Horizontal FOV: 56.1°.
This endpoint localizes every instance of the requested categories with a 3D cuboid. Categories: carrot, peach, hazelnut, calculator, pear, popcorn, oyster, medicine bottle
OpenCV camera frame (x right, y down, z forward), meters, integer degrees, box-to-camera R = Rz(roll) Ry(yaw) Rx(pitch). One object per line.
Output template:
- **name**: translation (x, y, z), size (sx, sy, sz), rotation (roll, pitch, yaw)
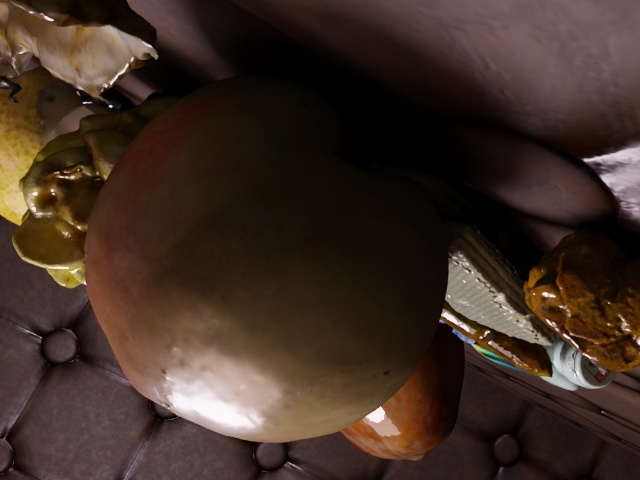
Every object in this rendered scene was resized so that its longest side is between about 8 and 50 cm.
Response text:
- **carrot**: translation (0.158, 0.066, 0.749), size (0.314, 0.066, 0.066), rotation (36, 174, 10)
- **peach**: translation (-0.051, 0.023, 0.490), size (0.292, 0.292, 0.247), rotation (29, -170, 2)
- **hazelnut**: translation (0.121, 0.229, 1.153), size (0.366, 0.365, 0.366), rotation (28, 173, 4)
- **calculator**: translation (0.123, -0.015, 0.613), size (0.157, 0.033, 0.236), rotation (22, 168, 49)
- **pear**: translation (-0.424, -0.146, 0.957), size (0.271, 0.271, 0.271), rotation (28, 173, 4)
- **popcorn**: translation (-0.199, -0.046, 0.682), size (0.252, 0.287, 0.215), rotation (-94, -9, -59)
- **oyster**: translation (-0.228, -0.176, 0.433), size (0.198, 0.133, 0.337), rotation (31, 175, -31)
- **medicine bottle**: translation (0.296, 0.142, 0.817), size (0.121, 0.083, 0.229), rotation (41, 171, -14)

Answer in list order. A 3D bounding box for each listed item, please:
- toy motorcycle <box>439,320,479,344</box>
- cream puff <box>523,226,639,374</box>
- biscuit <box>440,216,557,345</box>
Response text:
- **toy motorcycle**: translation (0.151, 0.069, 0.834), size (0.205, 0.076, 0.114), rotation (36, 153, 17)
- **cream puff**: translation (0.216, 0.043, 0.448), size (0.116, 0.094, 0.122), rotation (35, -166, -21)
- **biscuit**: translation (0.145, 0.038, 0.593), size (0.199, 0.040, 0.121), rotation (39, 168, -35)
